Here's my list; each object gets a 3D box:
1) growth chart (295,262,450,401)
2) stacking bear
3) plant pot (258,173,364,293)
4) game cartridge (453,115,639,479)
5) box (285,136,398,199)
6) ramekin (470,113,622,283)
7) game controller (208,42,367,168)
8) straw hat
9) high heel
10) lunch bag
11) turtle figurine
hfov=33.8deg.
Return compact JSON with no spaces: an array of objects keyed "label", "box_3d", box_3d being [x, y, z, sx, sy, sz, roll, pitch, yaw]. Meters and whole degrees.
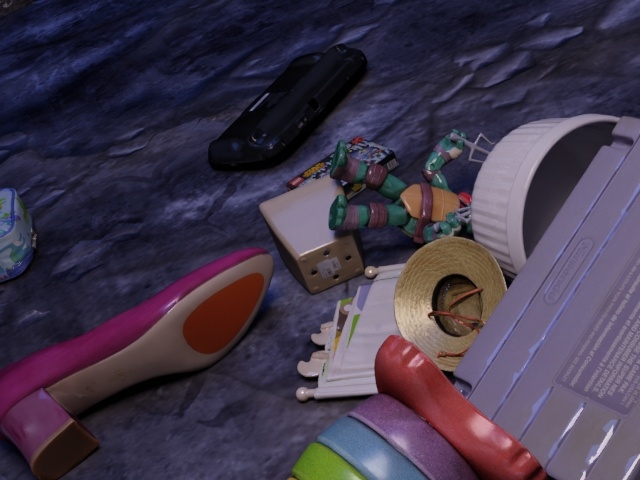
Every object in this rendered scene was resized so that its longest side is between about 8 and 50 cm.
[{"label":"growth chart","box_3d":[0.074,0.096,1.199,0.172,0.021,0.237,-3,37,29]},{"label":"stacking bear","box_3d":[0.022,0.250,0.883,0.175,0.164,0.289,43,76,12]},{"label":"plant pot","box_3d":[0.000,0.000,1.316,0.109,0.109,0.096,-24,46,-2]},{"label":"game cartridge","box_3d":[0.281,0.058,0.951,0.230,0.068,0.355,26,77,46]},{"label":"box","box_3d":[0.030,-0.094,1.498,0.137,0.027,0.094,-35,33,-19]},{"label":"ramekin","box_3d":[0.256,-0.034,1.116,0.207,0.207,0.109,-35,25,-19]},{"label":"game controller","box_3d":[-0.053,-0.218,1.717,0.166,0.067,0.319,-10,31,45]},{"label":"straw hat","box_3d":[0.152,0.072,1.127,0.144,0.061,0.144,-8,76,35]},{"label":"high heel","box_3d":[-0.236,0.106,1.263,0.377,0.127,0.181,-37,46,-17]},{"label":"lunch bag","box_3d":[-0.554,0.012,1.639,0.219,0.090,0.176,-24,33,-2]},{"label":"turtle figurine","box_3d":[0.128,-0.048,1.266,0.234,0.118,0.175,7,41,-10]}]
